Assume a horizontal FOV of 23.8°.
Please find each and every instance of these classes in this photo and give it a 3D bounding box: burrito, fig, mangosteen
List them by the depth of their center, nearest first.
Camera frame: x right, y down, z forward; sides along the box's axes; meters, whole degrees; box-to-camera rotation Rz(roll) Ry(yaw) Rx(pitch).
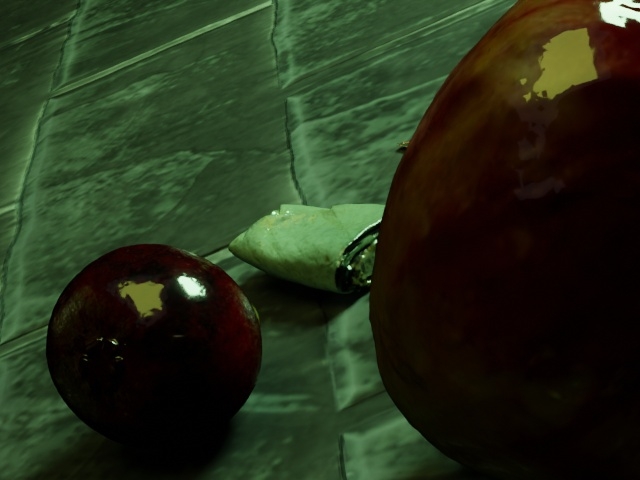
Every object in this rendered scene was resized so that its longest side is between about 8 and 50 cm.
[{"bbox_3d":[0.136,0.003,0.688,0.263,0.224,0.224,-58,24,12],"label":"fig"},{"bbox_3d":[-0.091,0.059,0.900,0.140,0.140,0.140,-20,27,11],"label":"mangosteen"},{"bbox_3d":[-0.002,0.002,0.995,0.118,0.044,0.074,6,38,44],"label":"burrito"}]

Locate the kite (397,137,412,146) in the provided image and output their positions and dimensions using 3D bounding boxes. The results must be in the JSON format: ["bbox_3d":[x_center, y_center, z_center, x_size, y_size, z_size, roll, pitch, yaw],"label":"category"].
[{"bbox_3d":[0.142,-0.090,1.073,0.190,0.010,0.159,-18,27,14],"label":"kite"}]
